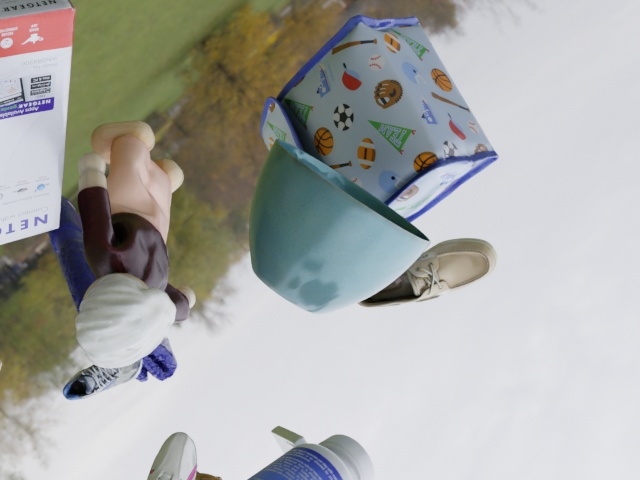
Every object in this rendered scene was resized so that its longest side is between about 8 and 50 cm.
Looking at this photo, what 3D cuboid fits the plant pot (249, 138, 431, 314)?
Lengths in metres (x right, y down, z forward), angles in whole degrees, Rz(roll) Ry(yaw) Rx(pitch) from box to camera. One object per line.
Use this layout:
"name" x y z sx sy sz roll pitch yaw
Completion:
"plant pot" 0.000 0.000 1.553 0.195 0.290 0.290 -56 -172 8

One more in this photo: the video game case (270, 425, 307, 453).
"video game case" -0.015 0.454 1.874 0.026 0.206 0.227 -31 -177 -15

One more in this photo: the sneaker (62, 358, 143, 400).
"sneaker" -0.309 0.194 1.392 0.135 0.052 0.058 -32 178 22

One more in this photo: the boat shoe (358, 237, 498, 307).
"boat shoe" 0.213 0.077 2.004 0.302 0.109 0.098 -14 -163 24

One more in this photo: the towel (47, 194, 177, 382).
"towel" -0.346 0.078 1.557 0.076 0.228 0.308 -39 -139 0

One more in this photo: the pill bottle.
"pill bottle" -0.037 0.411 1.538 0.272 0.152 0.152 -24 175 -45

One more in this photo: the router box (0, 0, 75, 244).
"router box" -0.409 -0.094 0.926 0.335 0.082 0.301 -19 147 -31

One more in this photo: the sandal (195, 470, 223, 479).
"sandal" -0.195 0.415 1.686 0.180 0.072 0.049 38 -90 36

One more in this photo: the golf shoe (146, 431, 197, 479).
"golf shoe" -0.228 0.374 1.444 0.086 0.067 0.186 96 10 -81

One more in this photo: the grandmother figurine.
"grandmother figurine" -0.198 0.008 1.031 0.104 0.208 0.342 -35 -151 16

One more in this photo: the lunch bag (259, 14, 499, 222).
"lunch bag" 0.068 -0.172 1.816 0.239 0.328 0.385 -10 159 -48
